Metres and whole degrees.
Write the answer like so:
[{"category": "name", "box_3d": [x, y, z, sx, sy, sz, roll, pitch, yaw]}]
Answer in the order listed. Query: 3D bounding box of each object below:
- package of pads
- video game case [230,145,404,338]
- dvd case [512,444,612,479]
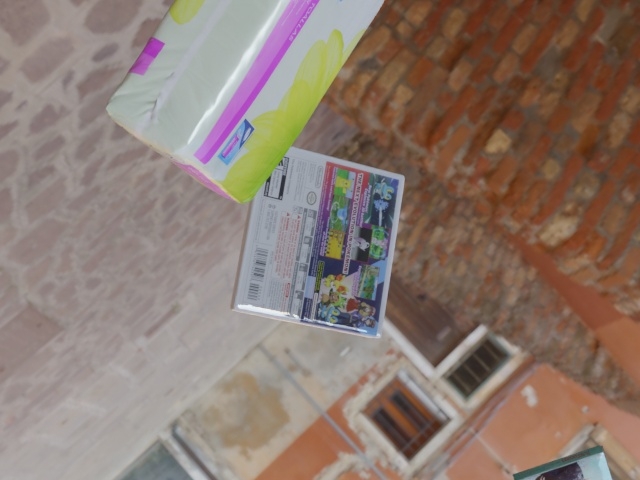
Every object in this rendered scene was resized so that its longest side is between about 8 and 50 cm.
[{"category": "package of pads", "box_3d": [-0.051, -0.191, 0.856, 0.296, 0.101, 0.229, -56, 167, -2]}, {"category": "video game case", "box_3d": [0.000, 0.000, 1.052, 0.023, 0.183, 0.201, 161, -59, -69]}, {"category": "dvd case", "box_3d": [0.238, 0.253, 0.850, 0.087, 0.119, 0.013, -20, -153, 6]}]
